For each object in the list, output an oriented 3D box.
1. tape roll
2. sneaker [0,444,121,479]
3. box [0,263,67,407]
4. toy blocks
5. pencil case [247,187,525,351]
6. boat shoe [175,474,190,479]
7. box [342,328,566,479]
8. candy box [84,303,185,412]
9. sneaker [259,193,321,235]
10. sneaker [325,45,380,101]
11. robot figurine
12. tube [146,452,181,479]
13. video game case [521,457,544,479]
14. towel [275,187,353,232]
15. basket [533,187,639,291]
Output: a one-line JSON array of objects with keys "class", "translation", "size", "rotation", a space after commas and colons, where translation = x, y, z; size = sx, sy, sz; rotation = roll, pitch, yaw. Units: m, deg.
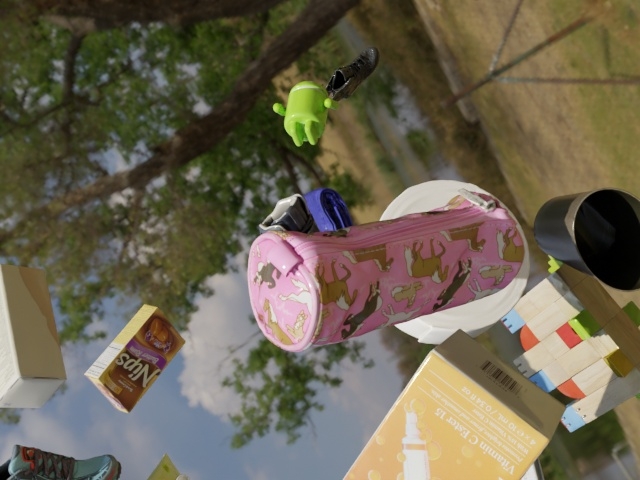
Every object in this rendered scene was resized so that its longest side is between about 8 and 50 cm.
[{"class": "tape roll", "translation": [0.225, 0.039, 1.597], "size": [0.286, 0.286, 0.100], "rotation": [59, 162, 13]}, {"class": "sneaker", "translation": [-0.453, 0.384, 1.425], "size": [0.104, 0.261, 0.125], "rotation": [-144, 42, -64]}, {"class": "box", "translation": [-0.705, 0.224, 2.086], "size": [0.121, 0.148, 0.311], "rotation": [11, -133, -43]}, {"class": "toy blocks", "translation": [0.526, 0.225, 1.875], "size": [0.190, 0.261, 0.381], "rotation": [-28, -105, -43]}, {"class": "pencil case", "translation": [0.090, 0.035, 1.192], "size": [0.160, 0.386, 0.167], "rotation": [7, 107, 56]}, {"class": "boat shoe", "translation": [-0.324, 0.598, 2.027], "size": [0.038, 0.046, 0.125], "rotation": [135, 141, -65]}, {"class": "box", "translation": [0.192, 0.349, 1.404], "size": [0.215, 0.345, 0.168], "rotation": [36, -161, 16]}, {"class": "candy box", "translation": [-0.361, 0.231, 1.750], "size": [0.053, 0.187, 0.109], "rotation": [7, 140, 44]}, {"class": "sneaker", "translation": [0.005, 0.019, 1.348], "size": [0.226, 0.086, 0.163], "rotation": [16, 142, 33]}, {"class": "sneaker", "translation": [0.067, -0.371, 2.003], "size": [0.051, 0.170, 0.089], "rotation": [42, -168, 15]}, {"class": "robot figurine", "translation": [-0.022, -0.207, 1.430], "size": [0.067, 0.101, 0.115], "rotation": [63, -152, -50]}, {"class": "tube", "translation": [-0.386, 0.586, 2.080], "size": [0.240, 0.062, 0.070], "rotation": [-38, -43, -71]}, {"class": "video game case", "translation": [0.405, 0.557, 2.191], "size": [0.329, 0.036, 0.300], "rotation": [-12, 94, 51]}, {"class": "towel", "translation": [0.000, 0.000, 2.007], "size": [0.308, 0.076, 0.228], "rotation": [-8, 99, 67]}, {"class": "basket", "translation": [0.504, -0.015, 1.672], "size": [0.204, 0.154, 0.227], "rotation": [50, 176, -13]}]
